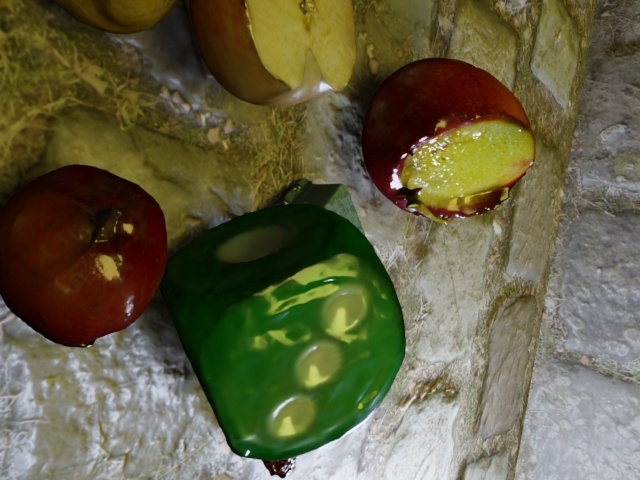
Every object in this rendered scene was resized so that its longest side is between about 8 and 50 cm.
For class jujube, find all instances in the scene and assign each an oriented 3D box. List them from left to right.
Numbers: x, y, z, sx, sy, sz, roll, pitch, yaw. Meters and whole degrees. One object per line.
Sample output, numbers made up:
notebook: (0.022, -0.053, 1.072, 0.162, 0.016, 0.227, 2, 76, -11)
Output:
jujube: (-0.088, 0.389, 1.087, 0.104, 0.104, 0.165, -12, 117, -47)

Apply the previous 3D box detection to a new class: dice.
dice: (-0.066, 0.129, 0.851, 0.297, 0.287, 0.300, -26, 118, -19)

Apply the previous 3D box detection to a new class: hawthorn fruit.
hawthorn fruit: (-0.287, 0.009, 0.657, 0.215, 0.250, 0.215, 11, 67, -28)

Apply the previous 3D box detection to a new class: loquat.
loquat: (-0.256, -0.369, 0.653, 0.213, 0.213, 0.213, -13, 107, -47)

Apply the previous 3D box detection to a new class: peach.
peach: (0.266, -0.226, 1.200, 0.406, 0.310, 0.335, 5, 131, -39)

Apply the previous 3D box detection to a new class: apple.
apple: (-0.084, -0.321, 0.779, 0.293, 0.163, 0.251, -24, 108, -59)

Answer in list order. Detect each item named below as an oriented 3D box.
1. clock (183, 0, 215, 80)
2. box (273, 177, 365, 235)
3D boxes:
clock: (-0.120, -0.361, 0.908, 0.192, 0.071, 0.147, -34, 122, -40)
box: (0.000, 0.000, 1.075, 0.162, 0.130, 0.227, -53, 132, -44)
